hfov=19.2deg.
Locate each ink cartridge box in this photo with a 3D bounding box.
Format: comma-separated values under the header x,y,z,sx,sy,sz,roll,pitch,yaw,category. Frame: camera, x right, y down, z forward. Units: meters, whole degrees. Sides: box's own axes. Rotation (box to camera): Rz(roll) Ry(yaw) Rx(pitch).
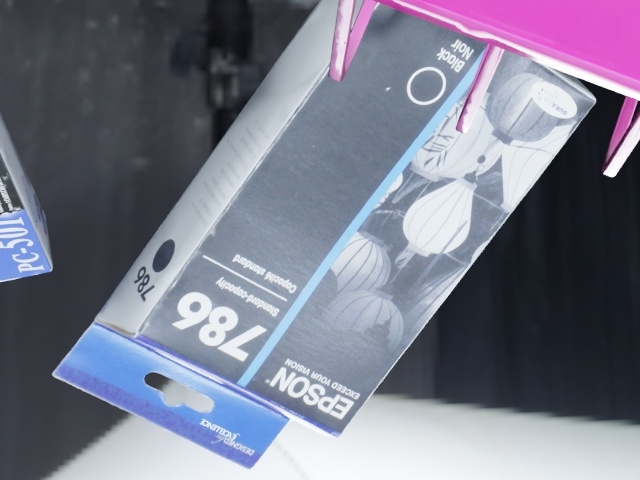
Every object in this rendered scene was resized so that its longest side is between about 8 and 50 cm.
x,y,z,sx,sy,sz,roll,pitch,yaw,category
0.000,0.000,1.131,0.165,0.065,0.332,28,106,-30,ink cartridge box
-0.230,-0.033,1.149,0.097,0.046,0.207,-11,155,-3,ink cartridge box

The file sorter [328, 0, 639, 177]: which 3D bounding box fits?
x,y,z,sx,sy,sz,roll,pitch,yaw,category
0.166,-0.126,0.843,0.291,0.202,0.182,21,166,3,file sorter
